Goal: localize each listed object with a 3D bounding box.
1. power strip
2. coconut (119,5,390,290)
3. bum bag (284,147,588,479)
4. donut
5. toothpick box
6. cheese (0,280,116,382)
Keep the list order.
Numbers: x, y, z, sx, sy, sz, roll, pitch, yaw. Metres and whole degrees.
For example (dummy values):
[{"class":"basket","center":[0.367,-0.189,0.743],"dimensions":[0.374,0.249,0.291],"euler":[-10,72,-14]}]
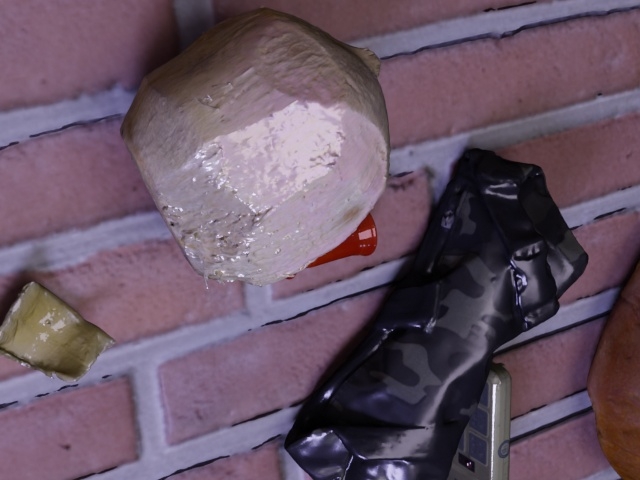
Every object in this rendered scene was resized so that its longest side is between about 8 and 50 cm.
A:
[{"class":"power strip","center":[0.144,0.185,1.182],"dimensions":[0.028,0.076,0.169],"euler":[-15,114,-32]},{"class":"coconut","center":[-0.035,-0.074,0.903],"dimensions":[0.194,0.194,0.194],"euler":[-12,113,-31]},{"class":"bum bag","center":[0.108,0.085,1.105],"dimensions":[0.144,0.095,0.340],"euler":[33,85,-8]},{"class":"donut","center":[0.410,0.119,1.296],"dimensions":[0.299,0.150,0.317],"euler":[-24,119,-22]},{"class":"toothpick box","center":[0.000,0.000,1.034],"dimensions":[0.083,0.047,0.047],"euler":[-16,115,-29]},{"class":"cheese","center":[-0.198,0.071,0.928],"dimensions":[0.084,0.041,0.060],"euler":[35,78,-22]}]
